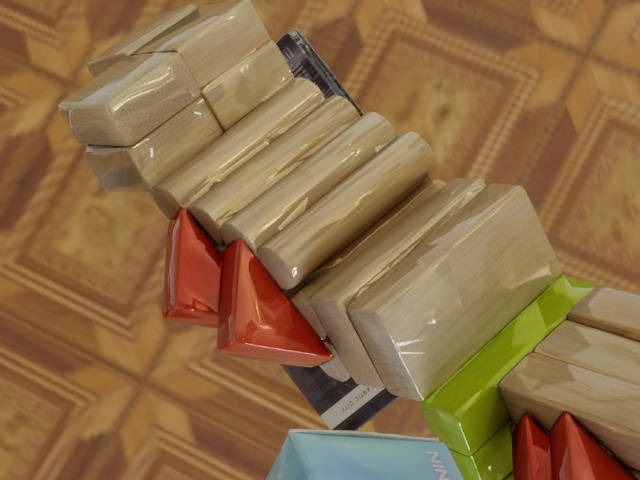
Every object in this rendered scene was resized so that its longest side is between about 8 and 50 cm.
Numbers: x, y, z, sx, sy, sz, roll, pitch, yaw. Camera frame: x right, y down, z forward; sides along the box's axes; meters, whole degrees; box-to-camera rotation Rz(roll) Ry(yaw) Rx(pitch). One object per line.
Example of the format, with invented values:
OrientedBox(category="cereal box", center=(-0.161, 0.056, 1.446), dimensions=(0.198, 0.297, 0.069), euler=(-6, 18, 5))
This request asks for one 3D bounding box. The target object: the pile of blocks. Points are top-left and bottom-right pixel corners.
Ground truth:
OrientedBox(category="pile of blocks", center=(0.019, 0.037, 0.713), dimensions=(0.362, 0.149, 0.112), euler=(35, 59, 28))

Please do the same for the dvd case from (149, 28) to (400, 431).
OrientedBox(category="dvd case", center=(0.000, 0.000, 1.151), dimensions=(0.164, 0.018, 0.221), euler=(-42, 83, 34))

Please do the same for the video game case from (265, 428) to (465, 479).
OrientedBox(category="video game case", center=(0.007, 0.233, 0.506), dimensions=(0.244, 0.061, 0.269), euler=(-63, 33, 30))
